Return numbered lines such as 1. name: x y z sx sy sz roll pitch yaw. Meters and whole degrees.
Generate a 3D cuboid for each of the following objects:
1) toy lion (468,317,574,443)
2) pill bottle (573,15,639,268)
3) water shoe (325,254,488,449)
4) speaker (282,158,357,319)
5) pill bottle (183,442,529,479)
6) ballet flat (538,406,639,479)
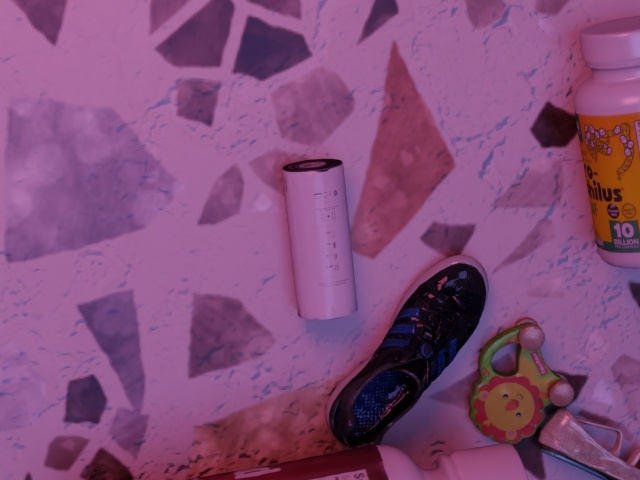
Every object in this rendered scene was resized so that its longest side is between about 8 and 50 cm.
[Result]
1. toy lion: 0.176 0.134 1.758 0.096 0.034 0.100 -28 106 2
2. pill bottle: 0.288 -0.089 1.692 0.117 0.117 0.208 -14 104 -10
3. water shoe: 0.088 0.106 1.704 0.073 0.080 0.203 37 91 -17
4. speaker: 0.000 0.000 1.676 0.055 0.055 0.136 -9 103 -11
5. pill bottle: -0.012 0.296 1.625 0.392 0.224 0.224 -9 103 -4
6. ballet flat: 0.281 0.207 1.783 0.168 0.057 0.052 29 84 -17
